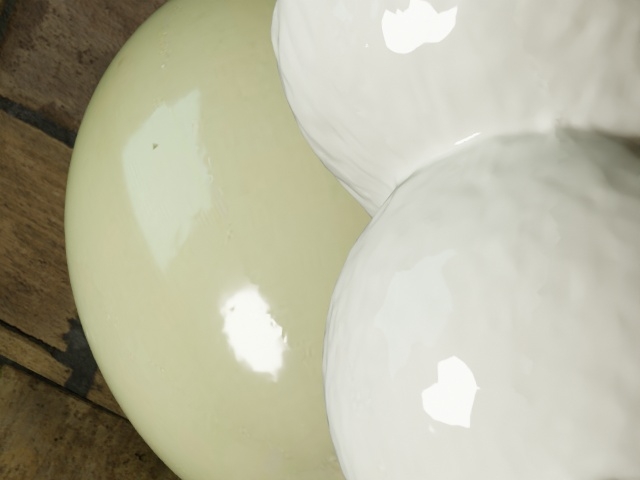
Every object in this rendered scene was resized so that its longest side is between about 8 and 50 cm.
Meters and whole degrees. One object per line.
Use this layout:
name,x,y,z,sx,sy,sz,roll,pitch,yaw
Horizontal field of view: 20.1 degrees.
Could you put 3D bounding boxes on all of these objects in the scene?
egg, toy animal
egg,0.000,0.000,0.658,0.241,0.186,0.186,-96,26,-45
toy animal,0.049,0.053,0.354,0.104,0.131,0.221,-19,57,31
